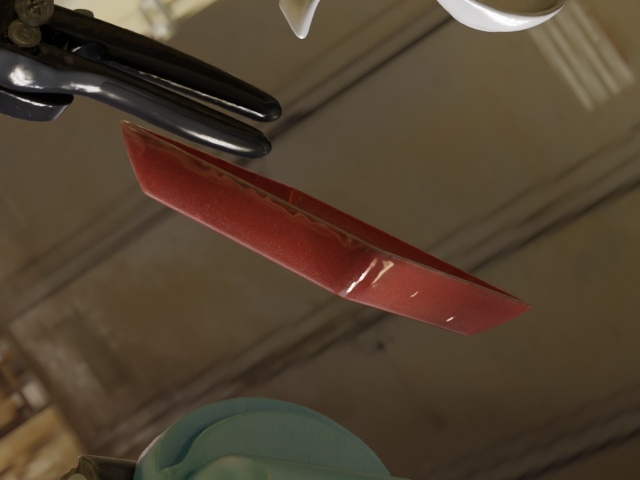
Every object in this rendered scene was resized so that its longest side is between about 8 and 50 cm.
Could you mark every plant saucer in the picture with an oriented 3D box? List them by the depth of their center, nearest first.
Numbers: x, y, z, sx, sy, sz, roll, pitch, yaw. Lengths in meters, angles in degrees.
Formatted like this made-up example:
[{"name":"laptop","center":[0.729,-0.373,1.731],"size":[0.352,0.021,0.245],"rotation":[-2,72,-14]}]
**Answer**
[{"name":"plant saucer","center":[0.000,0.000,1.493],"size":[0.258,0.259,0.048],"rotation":[19,96,-57]}]

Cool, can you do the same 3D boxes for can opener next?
[{"name":"can opener","center":[-0.109,-0.091,1.048],"size":[0.073,0.186,0.059],"rotation":[126,-24,-66]}]

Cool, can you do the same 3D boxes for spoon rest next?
[{"name":"spoon rest","center":[0.103,-0.241,1.802],"size":[0.276,0.137,0.084],"rotation":[-8,136,-23]}]

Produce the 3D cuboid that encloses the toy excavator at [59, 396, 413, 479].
[{"name":"toy excavator","center":[0.020,0.254,1.095],"size":[0.222,0.433,0.445],"rotation":[12,146,-26]}]
